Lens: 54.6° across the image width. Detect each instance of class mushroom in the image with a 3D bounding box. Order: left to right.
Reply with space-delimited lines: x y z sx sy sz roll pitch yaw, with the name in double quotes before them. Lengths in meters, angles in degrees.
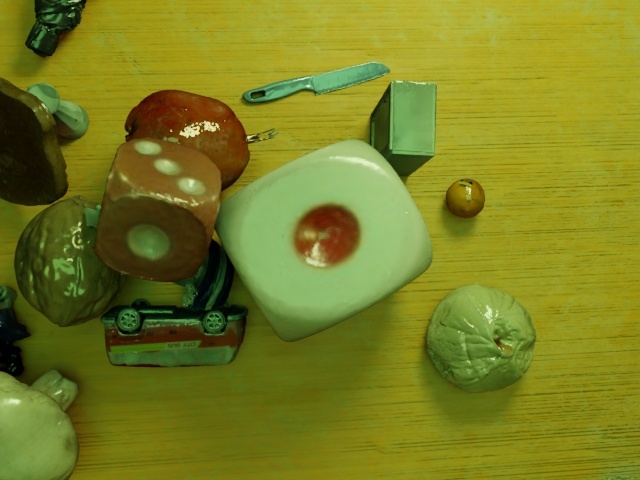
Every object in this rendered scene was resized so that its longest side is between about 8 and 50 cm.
"mushroom" -0.539 0.328 1.112 0.254 0.234 0.260 21 130 12

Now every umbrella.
"umbrella" -0.471 -0.516 1.205 0.128 0.154 0.337 29 105 35

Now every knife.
"knife" -0.006 -0.323 1.276 0.313 0.019 0.044 -15 96 -6

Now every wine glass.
"wine glass" -0.496 -0.240 1.161 0.073 0.155 0.073 0 88 -1

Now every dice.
"dice" -0.259 -0.051 1.004 0.174 0.179 0.175 14 124 -14
"dice" 0.000 0.000 1.112 0.304 0.304 0.277 -31 91 -6

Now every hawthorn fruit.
"hawthorn fruit" -0.223 -0.175 1.160 0.299 0.211 0.211 -8 87 -16

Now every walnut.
"walnut" -0.450 0.036 1.130 0.198 0.198 0.245 2 78 -5

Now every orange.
"orange" 0.293 -0.084 1.254 0.083 0.083 0.084 0 87 -5

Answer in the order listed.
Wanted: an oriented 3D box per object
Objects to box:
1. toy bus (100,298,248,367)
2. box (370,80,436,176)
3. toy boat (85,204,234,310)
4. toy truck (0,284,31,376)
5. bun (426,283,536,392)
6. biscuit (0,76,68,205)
"toy bus" -0.272 0.177 1.179 0.265 0.121 0.120 0 95 -5
"box" 0.151 -0.204 1.176 0.086 0.225 0.129 2 86 -4
"toy boat" -0.285 0.013 1.118 0.291 0.220 0.067 35 117 -27
"toy truck" -0.664 0.180 1.138 0.213 0.161 0.177 -20 69 -5
"bun" 0.325 0.196 1.212 0.220 0.134 0.220 1 86 -9
"biscuit" -0.573 -0.180 1.120 0.273 0.049 0.257 17 129 17
